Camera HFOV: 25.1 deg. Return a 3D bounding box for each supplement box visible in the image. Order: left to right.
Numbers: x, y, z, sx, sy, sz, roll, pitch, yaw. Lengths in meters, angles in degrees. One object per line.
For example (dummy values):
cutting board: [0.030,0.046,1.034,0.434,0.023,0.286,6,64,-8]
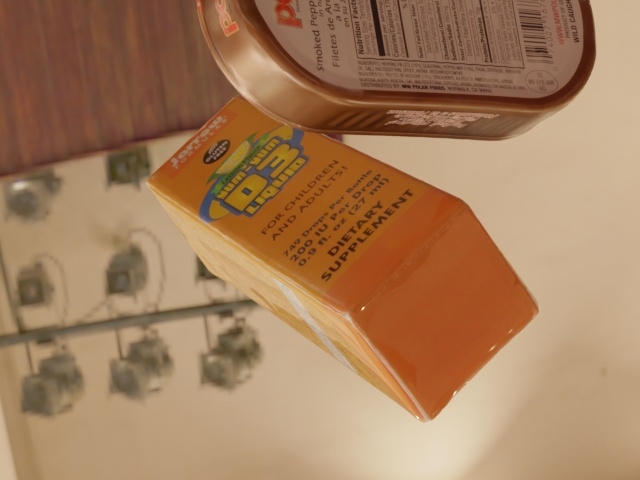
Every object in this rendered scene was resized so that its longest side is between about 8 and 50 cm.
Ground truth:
supplement box: [0.000,0.000,0.705,0.078,0.080,0.233,-45,-150,-10]

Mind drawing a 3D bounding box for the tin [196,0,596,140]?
tin: [0.039,-0.100,0.618,0.190,0.106,0.040,-1,162,-31]
